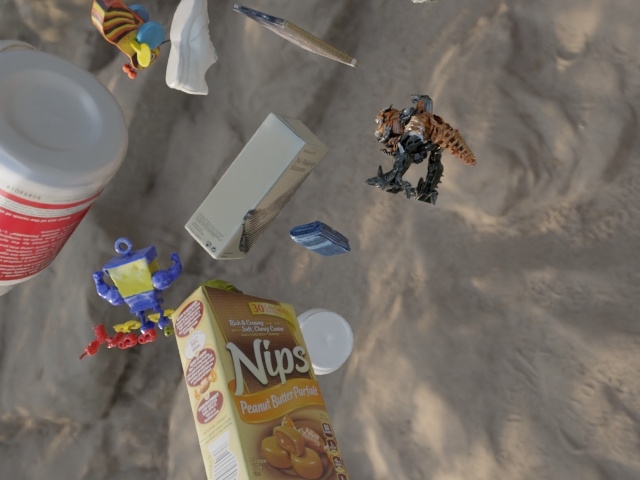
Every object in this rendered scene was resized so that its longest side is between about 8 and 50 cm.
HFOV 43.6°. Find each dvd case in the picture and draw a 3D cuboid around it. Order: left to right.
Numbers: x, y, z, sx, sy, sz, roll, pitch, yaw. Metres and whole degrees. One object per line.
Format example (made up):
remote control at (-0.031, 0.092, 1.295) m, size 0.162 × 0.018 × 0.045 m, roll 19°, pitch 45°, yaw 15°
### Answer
dvd case at (-0.046, -0.406, 1.593) m, size 0.165 × 0.221 × 0.018 m, roll 31°, pitch 101°, yaw 42°

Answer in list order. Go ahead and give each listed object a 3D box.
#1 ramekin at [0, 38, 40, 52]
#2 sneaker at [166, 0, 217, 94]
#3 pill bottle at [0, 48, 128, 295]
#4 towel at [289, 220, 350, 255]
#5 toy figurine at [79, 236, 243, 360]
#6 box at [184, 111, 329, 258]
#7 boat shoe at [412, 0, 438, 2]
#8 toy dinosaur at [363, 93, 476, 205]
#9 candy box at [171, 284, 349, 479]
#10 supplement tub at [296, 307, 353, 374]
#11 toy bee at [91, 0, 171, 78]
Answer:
ramekin at (-0.605, -0.291, 1.552) m, size 0.109 × 0.207 × 0.207 m, roll -1°, pitch 72°, yaw 31°
sneaker at (-0.238, -0.384, 1.557) m, size 0.080 × 0.094 × 0.212 m, roll -3°, pitch 75°, yaw 53°
pill bottle at (-0.468, -0.074, 1.201) m, size 0.408 × 0.229 × 0.228 m, roll -41°, pitch 43°, yaw 42°
towel at (0.000, 0.000, 1.406) m, size 0.067 × 0.119 × 0.029 m, roll -15°, pitch 68°, yaw 25°
toy figurine at (-0.374, 0.092, 1.711) m, size 0.363 × 0.191 × 0.217 m, roll -17°, pitch 98°, yaw 16°
box at (-0.116, -0.095, 1.460) m, size 0.094 × 0.113 × 0.275 m, roll 45°, pitch 108°, yaw 17°
boat shoe at (0.155, -0.619, 1.725) m, size 0.116 × 0.099 × 0.319 m, roll -50°, pitch 61°, yaw 26°
toy dinosaur at (0.200, -0.198, 1.679) m, size 0.322 × 0.165 × 0.218 m, roll -132°, pitch 59°, yaw -75°
candy box at (-0.087, 0.227, 1.134) m, size 0.087 × 0.183 × 0.316 m, roll -41°, pitch 51°, yaw 30°
supplement tub at (-0.013, 0.227, 1.788) m, size 0.200 × 0.145 × 0.144 m, roll 146°, pitch 135°, yaw -72°
toy bee at (-0.435, -0.464, 1.907) m, size 0.162 × 0.298 × 0.195 m, roll -51°, pitch 41°, yaw 15°
